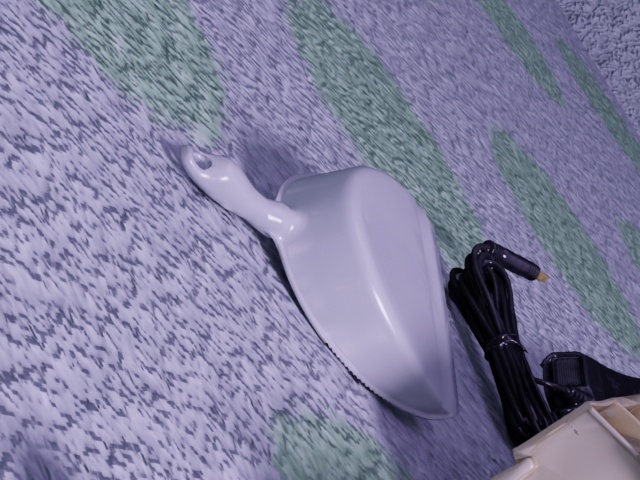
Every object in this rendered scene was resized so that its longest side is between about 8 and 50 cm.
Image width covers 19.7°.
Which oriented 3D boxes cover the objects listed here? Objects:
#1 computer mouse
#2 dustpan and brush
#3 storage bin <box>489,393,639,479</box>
[{"bbox_3d":[0.176,0.102,1.292,0.262,0.060,0.184,21,40,-45],"label":"computer mouse"},{"bbox_3d":[0.000,0.000,0.985,0.211,0.060,0.147,48,29,-48],"label":"dustpan and brush"},{"bbox_3d":[0.198,0.220,0.992,0.260,0.123,0.262,60,16,14],"label":"storage bin"}]
